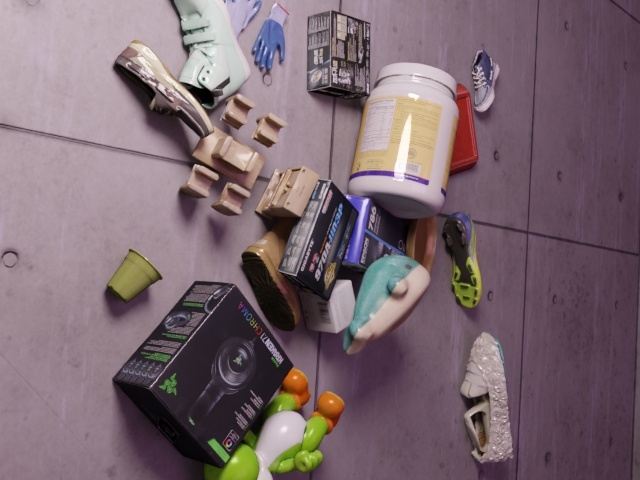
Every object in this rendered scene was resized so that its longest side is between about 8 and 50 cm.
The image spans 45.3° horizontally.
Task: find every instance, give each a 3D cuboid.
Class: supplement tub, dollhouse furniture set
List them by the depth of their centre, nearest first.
[{"bbox_3d":[-0.151,-0.146,1.586,0.242,0.161,0.212,30,79,-23],"label":"dollhouse furniture set"},{"bbox_3d":[0.209,-0.240,1.882,0.241,0.241,0.331,24,73,-44],"label":"supplement tub"}]

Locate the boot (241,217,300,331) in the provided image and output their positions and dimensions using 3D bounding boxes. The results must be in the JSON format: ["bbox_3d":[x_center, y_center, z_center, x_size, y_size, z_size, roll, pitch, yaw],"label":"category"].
[{"bbox_3d":[-0.042,0.037,1.728,0.269,0.089,0.236,-46,129,-41],"label":"boot"}]

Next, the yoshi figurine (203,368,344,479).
[{"bbox_3d":[-0.113,0.424,1.593,0.362,0.203,0.203,-45,105,-34],"label":"yoshi figurine"}]

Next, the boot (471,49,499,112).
[{"bbox_3d":[0.481,-0.481,2.310,0.086,0.069,0.190,37,55,-33],"label":"boot"}]

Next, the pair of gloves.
[{"bbox_3d":[-0.141,-0.470,1.667,0.198,0.023,0.159,32,69,-41],"label":"pair of gloves"}]

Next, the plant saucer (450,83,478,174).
[{"bbox_3d":[0.370,-0.312,2.198,0.259,0.048,0.258,-20,105,-44],"label":"plant saucer"}]

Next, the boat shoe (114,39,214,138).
[{"bbox_3d":[-0.297,-0.272,1.449,0.073,0.080,0.223,-45,105,-17],"label":"boat shoe"}]

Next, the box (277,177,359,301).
[{"bbox_3d":[0.000,0.000,1.647,0.175,0.051,0.220,44,62,-57],"label":"box"}]

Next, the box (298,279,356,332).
[{"bbox_3d":[0.019,0.150,1.781,0.087,0.102,0.101,-26,110,-42],"label":"box"}]

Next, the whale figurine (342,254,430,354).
[{"bbox_3d":[0.130,0.138,1.744,0.272,0.141,0.216,-40,163,-33],"label":"whale figurine"}]

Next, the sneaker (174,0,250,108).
[{"bbox_3d":[-0.239,-0.385,1.503,0.151,0.094,0.256,-56,130,-38],"label":"sneaker"}]

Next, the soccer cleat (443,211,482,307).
[{"bbox_3d":[0.429,0.054,2.230,0.121,0.093,0.289,-32,113,-50],"label":"soccer cleat"}]

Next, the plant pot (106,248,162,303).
[{"bbox_3d":[-0.349,0.071,1.412,0.079,0.083,0.083,-49,124,-21],"label":"plant pot"}]

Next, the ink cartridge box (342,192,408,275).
[{"bbox_3d":[0.121,0.001,1.869,0.333,0.065,0.165,26,72,-57],"label":"ink cartridge box"}]

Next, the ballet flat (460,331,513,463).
[{"bbox_3d":[0.487,0.481,2.274,0.147,0.147,0.408,-21,104,-45],"label":"ballet flat"}]

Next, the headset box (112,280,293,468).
[{"bbox_3d":[-0.226,0.264,1.498,0.283,0.131,0.246,-52,125,-33],"label":"headset box"}]

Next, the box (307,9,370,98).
[{"bbox_3d":[0.045,-0.438,1.824,0.147,0.077,0.180,0,90,-47],"label":"box"}]

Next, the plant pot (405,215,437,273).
[{"bbox_3d":[0.268,0.004,2.052,0.236,0.032,0.236,7,90,-68],"label":"plant pot"}]
